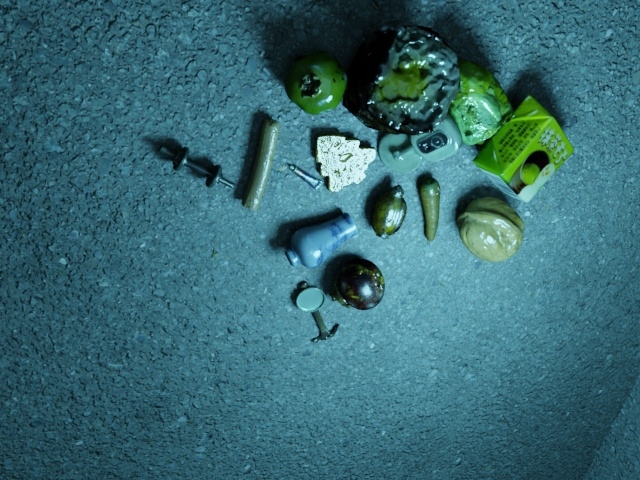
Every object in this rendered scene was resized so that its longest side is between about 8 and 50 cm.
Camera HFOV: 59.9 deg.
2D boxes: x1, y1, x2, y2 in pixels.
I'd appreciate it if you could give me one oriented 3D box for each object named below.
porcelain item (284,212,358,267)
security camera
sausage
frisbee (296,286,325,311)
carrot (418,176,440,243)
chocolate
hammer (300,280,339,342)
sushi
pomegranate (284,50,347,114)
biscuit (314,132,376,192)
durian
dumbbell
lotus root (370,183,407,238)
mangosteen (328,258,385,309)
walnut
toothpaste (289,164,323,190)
[{"bbox_3d":[0.000,0.000,1.919,0.259,0.141,0.141,-31,123,-10],"label":"porcelain item"},{"bbox_3d":[0.309,-0.302,1.793,0.301,0.080,0.157,-22,116,42],"label":"security camera"},{"bbox_3d":[-0.187,-0.240,1.764,0.066,0.066,0.301,9,117,-22],"label":"sausage"},{"bbox_3d":[-0.036,0.219,2.062,0.110,0.014,0.110,-6,121,-10],"label":"frisbee"},{"bbox_3d":[0.404,-0.096,2.042,0.078,0.078,0.298,-16,128,-9],"label":"carrot"},{"bbox_3d":[0.720,-0.304,1.945,0.289,0.137,0.301,-51,139,11],"label":"chocolate"},{"bbox_3d":[-0.019,0.271,2.122,0.125,0.027,0.297,-25,122,-3],"label":"hammer"},{"bbox_3d":[0.232,-0.468,1.628,0.281,0.294,0.299,15,100,-15],"label":"sushi"},{"bbox_3d":[-0.017,-0.453,1.606,0.187,0.225,0.187,3,112,8],"label":"pomegranate"},{"bbox_3d":[0.066,-0.273,1.842,0.212,0.041,0.239,-41,122,13],"label":"biscuit"},{"bbox_3d":[0.493,-0.438,1.775,0.204,0.256,0.339,-23,118,18],"label":"durian"},{"bbox_3d":[-0.375,-0.223,1.698,0.254,0.081,0.081,26,107,-29],"label":"dumbbell"},{"bbox_3d":[0.240,-0.102,1.953,0.120,0.120,0.209,7,114,-22],"label":"lotus root"},{"bbox_3d":[0.126,0.168,2.039,0.217,0.192,0.192,-19,128,30],"label":"mangosteen"},{"bbox_3d":[0.623,-0.044,2.055,0.257,0.257,0.224,33,72,-30],"label":"walnut"},{"bbox_3d":[-0.049,-0.212,1.848,0.140,0.021,0.037,31,106,-32],"label":"toothpaste"}]
